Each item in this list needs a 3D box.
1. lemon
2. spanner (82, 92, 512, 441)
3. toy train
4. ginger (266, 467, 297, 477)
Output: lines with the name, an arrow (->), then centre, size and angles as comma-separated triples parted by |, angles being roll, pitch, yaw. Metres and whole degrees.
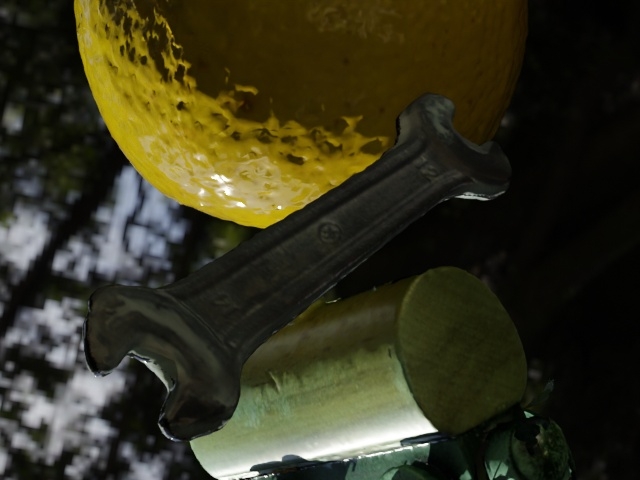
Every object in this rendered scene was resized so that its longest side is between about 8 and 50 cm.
lemon -> -0.012, -0.140, 1.069 | 0.293, 0.293, 0.293 | 13, -165, -3
spanner -> 0.000, 0.000, 0.768 | 0.071, 0.017, 0.302 | 47, -142, 5
toy train -> 0.033, 0.113, 1.114 | 0.126, 0.189, 0.307 | -10, 174, -35
ginger -> 0.010, 0.165, 1.255 | 0.097, 0.048, 0.030 | -14, 167, 0
